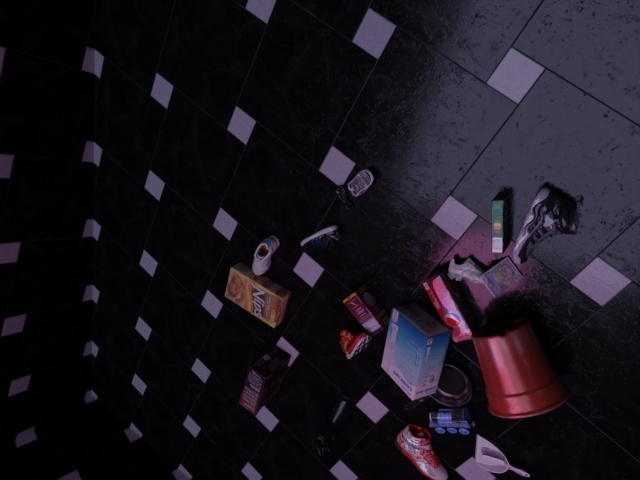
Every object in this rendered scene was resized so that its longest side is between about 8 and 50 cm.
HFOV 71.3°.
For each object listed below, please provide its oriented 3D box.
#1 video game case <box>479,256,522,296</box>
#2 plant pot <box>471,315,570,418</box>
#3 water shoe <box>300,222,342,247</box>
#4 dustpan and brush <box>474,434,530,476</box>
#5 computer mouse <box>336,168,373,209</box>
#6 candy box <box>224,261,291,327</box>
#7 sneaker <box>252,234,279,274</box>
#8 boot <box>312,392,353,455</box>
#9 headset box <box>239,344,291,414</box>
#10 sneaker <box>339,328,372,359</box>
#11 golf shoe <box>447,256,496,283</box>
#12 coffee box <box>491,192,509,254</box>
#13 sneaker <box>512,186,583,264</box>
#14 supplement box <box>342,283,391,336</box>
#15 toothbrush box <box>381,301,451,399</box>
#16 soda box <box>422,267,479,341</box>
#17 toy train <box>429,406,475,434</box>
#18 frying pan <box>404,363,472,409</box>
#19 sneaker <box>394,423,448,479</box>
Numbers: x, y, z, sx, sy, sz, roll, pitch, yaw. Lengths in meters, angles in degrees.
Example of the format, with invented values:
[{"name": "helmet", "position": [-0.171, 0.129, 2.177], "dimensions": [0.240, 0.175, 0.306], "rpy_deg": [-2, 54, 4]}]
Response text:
[{"name": "video game case", "position": [0.624, 0.126, 1.544], "dimensions": [0.122, 0.011, 0.087], "rpy_deg": [-35, 87, -1]}, {"name": "plant pot", "position": [0.663, 0.419, 1.533], "dimensions": [0.272, 0.272, 0.265], "rpy_deg": [-23, 86, 35]}, {"name": "water shoe", "position": [0.000, 0.000, 1.891], "dimensions": [0.203, 0.073, 0.080], "rpy_deg": [-27, 94, 36]}, {"name": "dustpan and brush", "position": [0.717, 0.875, 1.768], "dimensions": [0.211, 0.060, 0.147], "rpy_deg": [8, 111, 30]}, {"name": "computer mouse", "position": [0.145, -0.209, 1.747], "dimensions": [0.193, 0.042, 0.106], "rpy_deg": [-38, 81, 41]}, {"name": "candy box", "position": [-0.307, 0.261, 2.165], "dimensions": [0.316, 0.087, 0.183], "rpy_deg": [29, 120, 21]}, {"name": "sneaker", "position": [-0.274, 0.077, 2.076], "dimensions": [0.087, 0.092, 0.228], "rpy_deg": [36, 124, 14]}, {"name": "boot", "position": [0.056, 0.863, 2.084], "dimensions": [0.094, 0.207, 0.246], "rpy_deg": [26, 118, 22]}, {"name": "headset box", "position": [-0.280, 0.703, 2.228], "dimensions": [0.110, 0.218, 0.293], "rpy_deg": [29, 119, 20]}, {"name": "sneaker", "position": [0.131, 0.428, 1.892], "dimensions": [0.118, 0.107, 0.279], "rpy_deg": [55, 158, 15]}, {"name": "golf shoe", "position": [0.545, 0.106, 1.597], "dimensions": [0.176, 0.069, 0.086], "rpy_deg": [7, 104, 28]}, {"name": "coffee box", "position": [0.596, -0.057, 1.477], "dimensions": [0.040, 0.113, 0.184], "rpy_deg": [3, 107, 32]}, {"name": "sneaker", "position": [0.721, -0.024, 1.415], "dimensions": [0.153, 0.101, 0.268], "rpy_deg": [24, 116, 26]}, {"name": "supplement box", "position": [0.196, 0.288, 1.853], "dimensions": [0.188, 0.104, 0.081], "rpy_deg": [51, 125, 6]}, {"name": "toothbrush box", "position": [0.363, 0.426, 1.732], "dimensions": [0.216, 0.126, 0.295], "rpy_deg": [39, 128, 54]}, {"name": "soda box", "position": [0.486, 0.241, 1.663], "dimensions": [0.083, 0.092, 0.263], "rpy_deg": [-28, 92, 35]}, {"name": "toy train", "position": [0.527, 0.727, 1.808], "dimensions": [0.184, 0.080, 0.105], "rpy_deg": [-11, 124, 31]}, {"name": "frying pan", "position": [0.493, 0.628, 1.825], "dimensions": [0.197, 0.053, 0.326], "rpy_deg": [30, 122, 19]}, {"name": "sneaker", "position": [0.458, 0.913, 1.925], "dimensions": [0.270, 0.090, 0.145], "rpy_deg": [37, 125, 19]}]
